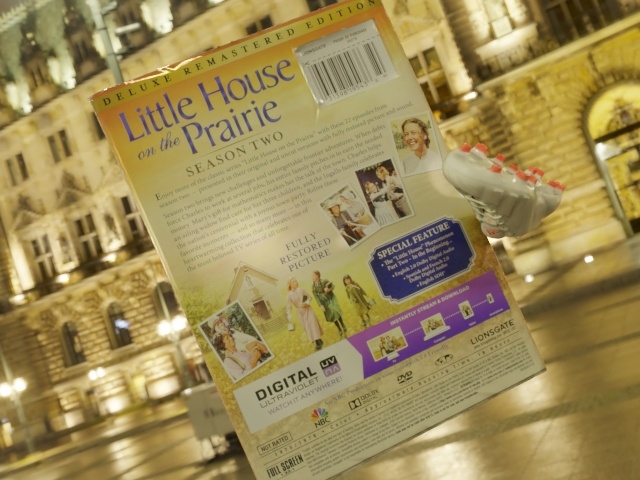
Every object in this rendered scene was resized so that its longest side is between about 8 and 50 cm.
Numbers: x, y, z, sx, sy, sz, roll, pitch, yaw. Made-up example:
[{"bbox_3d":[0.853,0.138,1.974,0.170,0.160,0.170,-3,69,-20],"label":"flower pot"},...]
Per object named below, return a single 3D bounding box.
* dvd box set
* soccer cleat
[{"bbox_3d":[0.000,0.000,0.756,0.308,0.420,0.062,-25,-1,-12],"label":"dvd box set"},{"bbox_3d":[0.165,-0.036,0.706,0.196,0.068,0.076,8,-61,-52],"label":"soccer cleat"}]
